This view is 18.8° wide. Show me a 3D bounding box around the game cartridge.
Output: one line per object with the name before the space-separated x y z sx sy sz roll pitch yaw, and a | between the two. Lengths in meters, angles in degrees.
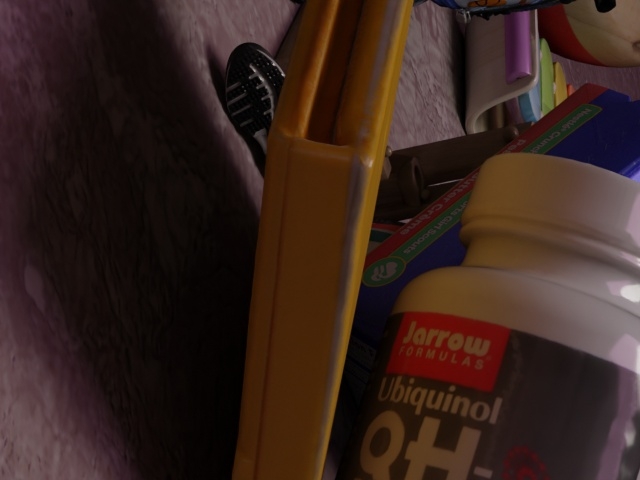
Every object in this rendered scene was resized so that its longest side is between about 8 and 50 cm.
game cartridge | 0.000 0.000 1.008 0.285 0.053 0.323 -77 178 -51

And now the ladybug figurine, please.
ladybug figurine | 0.232 -0.313 1.891 0.449 0.162 0.305 20 60 -69

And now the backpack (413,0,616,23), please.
backpack | 0.111 -0.289 1.448 0.263 0.213 0.276 -24 96 -80

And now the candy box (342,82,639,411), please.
candy box | 0.167 0.100 1.322 0.268 0.122 0.317 -36 125 -21

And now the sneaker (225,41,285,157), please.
sneaker | -0.033 -0.082 1.181 0.043 0.040 0.109 -106 174 -45

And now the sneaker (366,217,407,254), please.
sneaker | 0.053 0.045 1.347 0.161 0.057 0.075 51 50 -58

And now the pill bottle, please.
pill bottle | 0.104 0.121 1.078 0.176 0.176 0.318 43 63 -61

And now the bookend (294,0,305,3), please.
bookend | 0.035 -0.255 1.279 0.072 0.157 0.156 21 59 -69

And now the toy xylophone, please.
toy xylophone | 0.205 -0.068 1.804 0.322 0.081 0.236 49 35 -56

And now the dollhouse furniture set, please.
dollhouse furniture set | 0.063 -0.097 1.323 0.144 0.123 0.151 -69 144 -58
